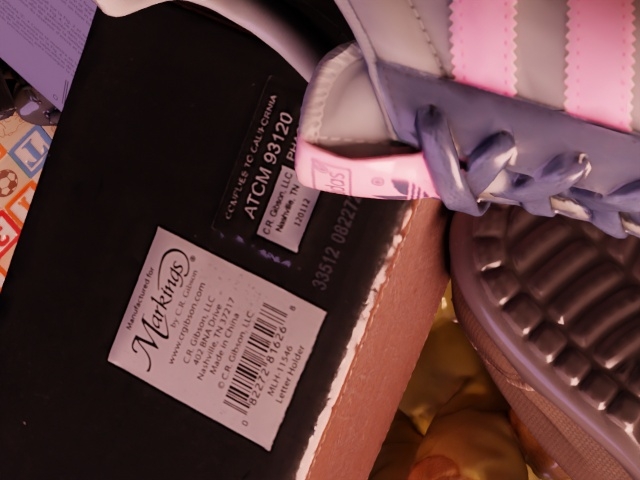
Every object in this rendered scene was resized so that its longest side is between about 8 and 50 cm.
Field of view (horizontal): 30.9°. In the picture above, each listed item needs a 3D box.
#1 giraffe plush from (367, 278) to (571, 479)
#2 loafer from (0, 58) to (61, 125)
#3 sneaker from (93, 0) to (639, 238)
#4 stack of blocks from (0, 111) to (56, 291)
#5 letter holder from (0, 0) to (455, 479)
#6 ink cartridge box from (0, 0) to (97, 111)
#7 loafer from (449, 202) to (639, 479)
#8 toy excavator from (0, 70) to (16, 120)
[{"bbox_3d":[0.065,0.066,0.639,0.170,0.210,0.181,57,138,10],"label":"giraffe plush"},{"bbox_3d":[-0.239,-0.127,1.008,0.267,0.084,0.096,27,159,46],"label":"loafer"},{"bbox_3d":[0.067,-0.037,0.355,0.319,0.131,0.112,38,164,17],"label":"sneaker"},{"bbox_3d":[-0.360,-0.032,1.179,0.087,0.297,0.171,28,160,39],"label":"stack of blocks"},{"bbox_3d":[-0.036,0.059,0.550,0.152,0.301,0.214,25,-169,18],"label":"letter holder"},{"bbox_3d":[-0.160,-0.184,0.669,0.296,0.066,0.261,41,153,2],"label":"ink cartridge box"},{"bbox_3d":[0.192,0.105,0.488,0.366,0.134,0.130,52,171,3],"label":"loafer"},{"bbox_3d":[-0.472,-0.141,1.007,0.445,0.433,0.222,-17,102,29],"label":"toy excavator"}]
